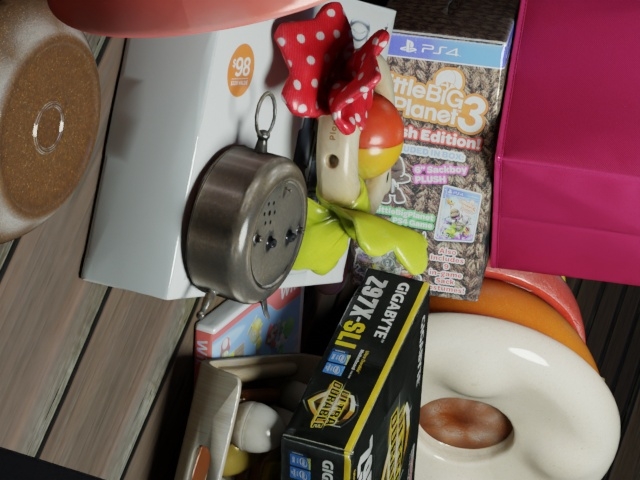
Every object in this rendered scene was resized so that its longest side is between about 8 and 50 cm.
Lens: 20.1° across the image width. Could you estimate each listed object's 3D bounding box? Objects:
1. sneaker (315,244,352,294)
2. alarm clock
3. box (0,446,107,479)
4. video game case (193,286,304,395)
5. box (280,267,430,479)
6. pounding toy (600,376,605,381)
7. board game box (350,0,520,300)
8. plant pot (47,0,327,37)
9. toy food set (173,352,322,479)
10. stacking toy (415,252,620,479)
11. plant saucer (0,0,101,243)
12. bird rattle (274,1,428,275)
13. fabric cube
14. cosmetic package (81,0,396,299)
[{"bbox_3d":[0.000,0.000,1.931,0.070,0.051,0.134,-22,125,-54],"label":"sneaker"},{"bbox_3d":[-0.055,-0.030,1.524,0.129,0.064,0.192,-16,115,-63],"label":"alarm clock"},{"bbox_3d":[-0.200,0.339,1.337,0.395,0.293,0.212,73,37,-53],"label":"box"},{"bbox_3d":[-0.077,0.179,1.885,0.204,0.025,0.285,-38,136,-56],"label":"video game case"},{"bbox_3d":[0.035,0.232,1.864,0.257,0.079,0.322,-59,158,-46],"label":"box"},{"bbox_3d":[0.289,0.203,2.453,0.155,0.154,0.269,-34,115,-58],"label":"pounding toy"},{"bbox_3d":[0.129,-0.117,1.970,0.232,0.141,0.291,-65,161,-65],"label":"board game box"},{"bbox_3d":[-0.089,-0.305,1.286,0.275,0.275,0.243,-46,134,-50],"label":"plant pot"},{"bbox_3d":[-0.055,0.232,1.811,0.306,0.092,0.220,5,98,-67],"label":"toy food set"},{"bbox_3d":[0.198,0.069,2.187,0.351,0.350,0.480,81,17,-44],"label":"stacking toy"},{"bbox_3d":[-0.219,-0.089,1.374,0.198,0.036,0.199,-47,145,-49],"label":"plant saucer"},{"bbox_3d":[0.020,-0.095,1.639,0.207,0.143,0.253,-52,136,-66],"label":"bird rattle"},{"bbox_3d":[0.328,-0.113,1.951,0.259,0.258,0.254,81,18,-63],"label":"fabric cube"},{"bbox_3d":[-0.063,-0.099,1.663,0.377,0.097,0.284,-4,105,-66],"label":"cosmetic package"}]
